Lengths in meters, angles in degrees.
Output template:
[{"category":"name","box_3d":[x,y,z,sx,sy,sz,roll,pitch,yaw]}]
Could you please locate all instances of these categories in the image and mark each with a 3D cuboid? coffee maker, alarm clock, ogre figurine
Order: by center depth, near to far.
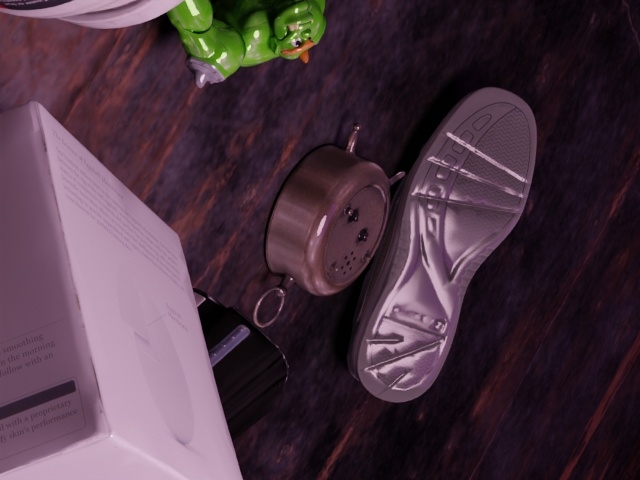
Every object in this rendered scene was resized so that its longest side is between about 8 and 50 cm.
[{"category":"ogre figurine","box_3d":[-0.049,-0.185,1.246,0.197,0.096,0.118,-46,133,-61]},{"category":"coffee maker","box_3d":[-0.111,0.146,1.324,0.178,0.120,0.171,-39,99,-40]},{"category":"alarm clock","box_3d":[0.000,0.000,1.519,0.192,0.064,0.129,-53,151,-17]}]

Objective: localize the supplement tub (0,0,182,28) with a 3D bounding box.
[{"category":"supplement tub","box_3d":[-0.170,-0.224,0.877,0.272,0.191,0.191,21,93,-63]}]

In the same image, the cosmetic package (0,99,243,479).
[{"category":"cosmetic package","box_3d":[-0.165,0.072,1.073,0.138,0.225,0.224,-21,153,11]}]

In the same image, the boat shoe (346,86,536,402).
[{"category":"boat shoe","box_3d":[0.109,-0.001,1.679,0.118,0.103,0.320,20,92,-18]}]
